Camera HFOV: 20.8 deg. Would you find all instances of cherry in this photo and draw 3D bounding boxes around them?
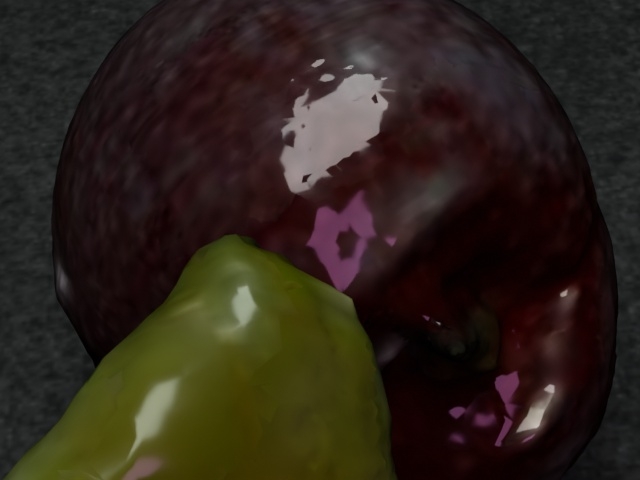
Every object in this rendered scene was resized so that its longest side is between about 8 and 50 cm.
[{"bbox_3d":[0.000,0.000,0.687,0.203,0.230,0.300,-39,34,-1],"label":"cherry"}]

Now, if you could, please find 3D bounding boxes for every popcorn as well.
[{"bbox_3d":[-0.012,0.203,0.468,0.290,0.325,0.321,39,100,30],"label":"popcorn"}]
